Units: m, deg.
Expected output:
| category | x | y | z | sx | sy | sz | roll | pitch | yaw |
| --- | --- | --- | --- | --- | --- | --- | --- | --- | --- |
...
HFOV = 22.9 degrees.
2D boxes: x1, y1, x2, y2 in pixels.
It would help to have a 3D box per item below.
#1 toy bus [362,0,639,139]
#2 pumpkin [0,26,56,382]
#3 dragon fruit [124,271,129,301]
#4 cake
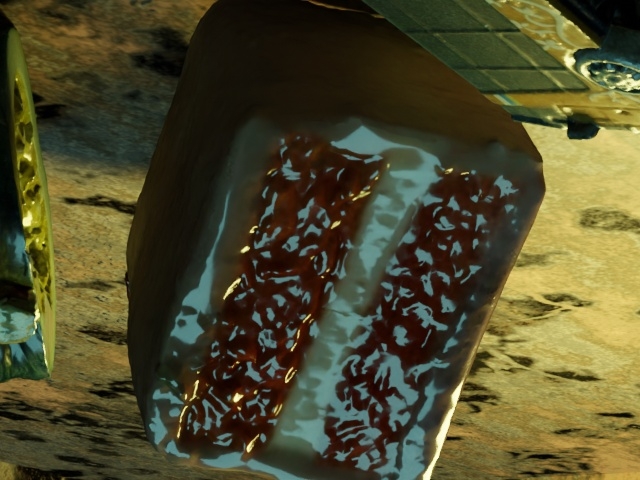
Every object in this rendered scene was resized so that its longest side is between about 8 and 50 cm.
| category | x | y | z | sx | sy | sz | roll | pitch | yaw |
| --- | --- | --- | --- | --- | --- | --- | --- | --- | --- |
| toy bus | 0.110 | -0.167 | 0.868 | 0.167 | 0.139 | 0.275 | 7 | 163 | 47 |
| pumpkin | -0.314 | -0.016 | 1.233 | 0.196 | 0.263 | 0.293 | -8 | 132 | -6 |
| dragon fruit | -0.058 | 0.029 | 1.408 | 0.330 | 0.240 | 0.302 | -16 | 134 | 33 |
| cake | 0.000 | 0.000 | 1.132 | 0.237 | 0.309 | 0.230 | 11 | -156 | -17 |
